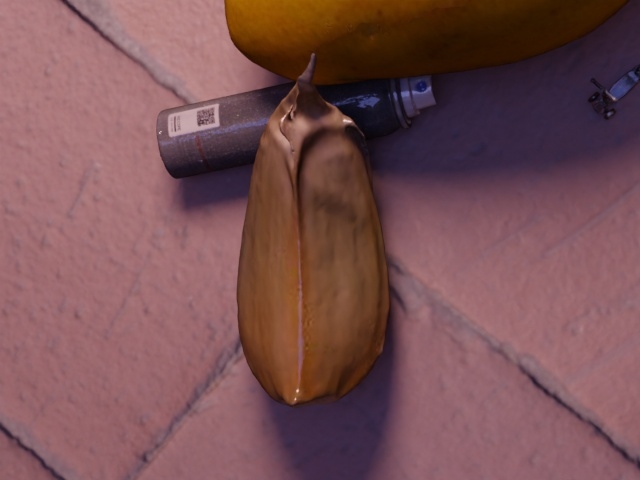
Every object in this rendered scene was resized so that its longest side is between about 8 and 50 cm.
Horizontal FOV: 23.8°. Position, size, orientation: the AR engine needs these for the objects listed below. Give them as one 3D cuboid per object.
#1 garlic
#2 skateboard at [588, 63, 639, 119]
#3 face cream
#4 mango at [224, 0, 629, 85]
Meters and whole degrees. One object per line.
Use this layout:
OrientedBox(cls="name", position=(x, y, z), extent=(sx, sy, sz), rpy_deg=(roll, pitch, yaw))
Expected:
OrientedBox(cls="garlic", position=(0.000, -0.014, 1.445), extent=(0.151, 0.196, 0.338), rpy_deg=(3, 101, -4))
OrientedBox(cls="skateboard", position=(0.282, -0.148, 1.436), extent=(0.064, 0.083, 0.032), rpy_deg=(-43, 79, 9))
OrientedBox(cls="face cream", position=(-0.023, -0.123, 1.517), extent=(0.283, 0.073, 0.073), rpy_deg=(-11, 87, 14))
OrientedBox(cls="mango", position=(0.111, -0.293, 1.409), extent=(0.445, 0.232, 0.300), rpy_deg=(-22, 78, 18))
